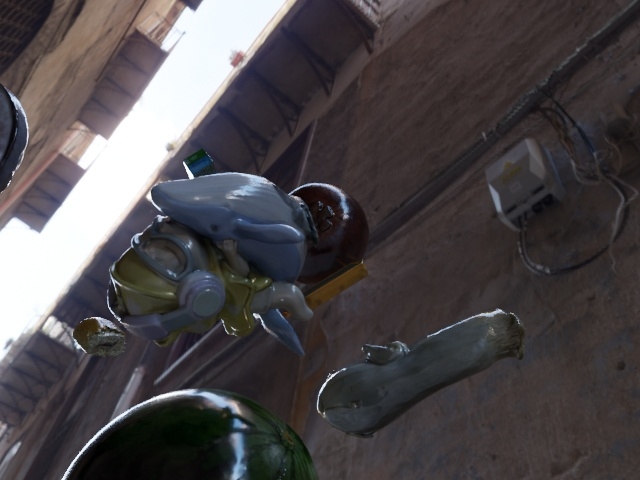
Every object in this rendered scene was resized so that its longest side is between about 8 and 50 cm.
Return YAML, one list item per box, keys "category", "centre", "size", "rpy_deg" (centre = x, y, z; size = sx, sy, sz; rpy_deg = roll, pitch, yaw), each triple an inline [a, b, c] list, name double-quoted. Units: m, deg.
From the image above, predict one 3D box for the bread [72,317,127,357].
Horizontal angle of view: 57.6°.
- category: "bread"
  centre: [-0.582, 0.251, 1.542]
  size: [0.125, 0.106, 0.082]
  rpy_deg: [16, -70, -56]

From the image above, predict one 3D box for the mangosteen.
- category: "mangosteen"
  centre: [0.000, 0.000, 1.249]
  size: [0.215, 0.215, 0.257]
  rpy_deg: [1, -22, 7]

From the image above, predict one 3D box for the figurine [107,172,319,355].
- category: "figurine"
  centre: [-0.083, 0.027, 0.506]
  size: [0.184, 0.128, 0.208]
  rpy_deg: [-38, -48, -12]

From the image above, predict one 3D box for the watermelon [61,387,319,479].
- category: "watermelon"
  centre: [-0.116, 0.255, 0.521]
  size: [0.242, 0.242, 0.242]
  rpy_deg: [4, -52, 5]

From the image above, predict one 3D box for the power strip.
- category: "power strip"
  centre: [0.009, 0.087, 1.017]
  size: [0.028, 0.178, 0.049]
  rpy_deg: [64, -22, -7]

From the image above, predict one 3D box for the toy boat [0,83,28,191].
- category: "toy boat"
  centre: [-0.437, -0.094, 0.672]
  size: [0.155, 0.227, 0.085]
  rpy_deg: [27, -29, -8]

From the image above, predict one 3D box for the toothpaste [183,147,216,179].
- category: "toothpaste"
  centre: [-0.313, -0.165, 1.571]
  size: [0.065, 0.267, 0.050]
  rpy_deg: [-33, -99, -11]

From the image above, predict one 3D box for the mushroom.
- category: "mushroom"
  centre: [0.121, 0.162, 0.721]
  size: [0.278, 0.099, 0.096]
  rpy_deg: [-28, -36, 13]
